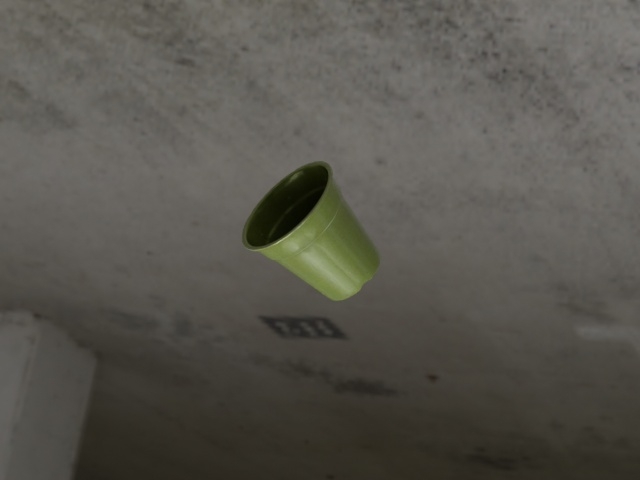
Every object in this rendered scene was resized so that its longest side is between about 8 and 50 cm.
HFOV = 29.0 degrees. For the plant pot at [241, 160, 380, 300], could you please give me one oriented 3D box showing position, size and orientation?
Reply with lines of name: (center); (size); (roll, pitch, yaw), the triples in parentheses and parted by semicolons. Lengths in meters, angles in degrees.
plant pot: (0.000, 0.000, 0.889); (0.083, 0.083, 0.079); (-16, 128, 44)
